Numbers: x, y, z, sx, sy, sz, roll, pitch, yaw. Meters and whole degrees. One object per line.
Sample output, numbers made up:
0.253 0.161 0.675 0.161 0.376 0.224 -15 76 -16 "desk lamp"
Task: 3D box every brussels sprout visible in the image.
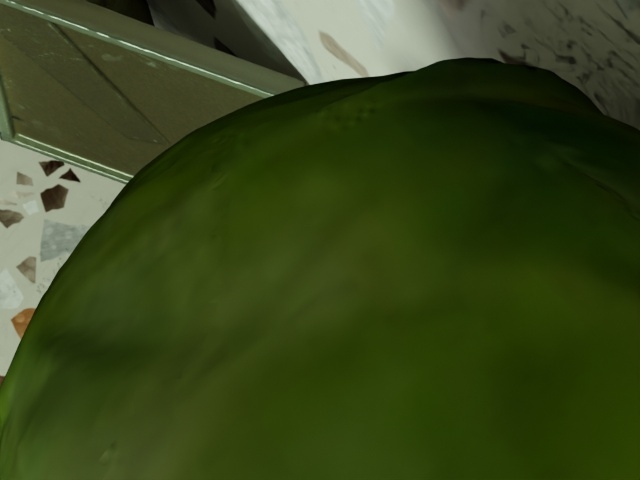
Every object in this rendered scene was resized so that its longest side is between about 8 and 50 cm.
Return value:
0.050 0.118 0.492 0.425 0.342 0.361 157 101 -79 "brussels sprout"

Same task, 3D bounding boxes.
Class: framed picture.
-0.149 -0.099 1.100 0.247 0.022 0.335 20 163 -2 "framed picture"

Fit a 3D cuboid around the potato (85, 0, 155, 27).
-0.248 -0.209 1.218 0.210 0.173 0.307 37 164 34 "potato"
